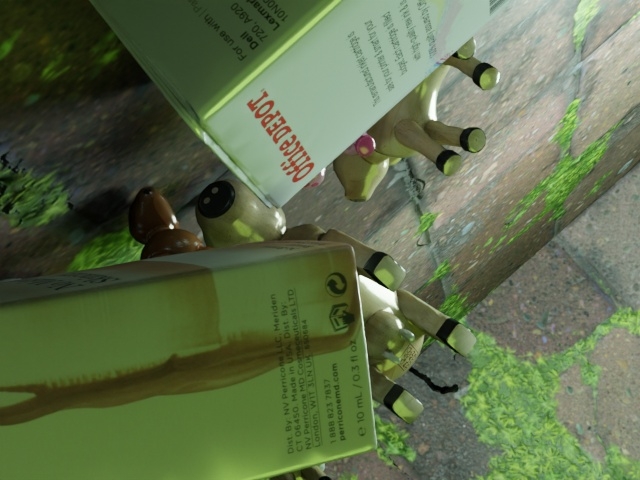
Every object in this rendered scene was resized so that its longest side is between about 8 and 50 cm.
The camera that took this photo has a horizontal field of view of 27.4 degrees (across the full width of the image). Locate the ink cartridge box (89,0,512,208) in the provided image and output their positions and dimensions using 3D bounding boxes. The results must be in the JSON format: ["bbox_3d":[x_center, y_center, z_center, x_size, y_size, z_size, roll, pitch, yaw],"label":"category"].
[{"bbox_3d":[0.024,-0.165,0.720,0.278,0.117,0.201,-42,166,0],"label":"ink cartridge box"}]

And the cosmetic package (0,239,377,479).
[{"bbox_3d":[-0.134,0.082,0.749,0.296,0.129,0.153,-10,-174,-31],"label":"cosmetic package"}]

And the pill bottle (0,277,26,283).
[{"bbox_3d":[-0.251,0.152,0.915,0.245,0.130,0.130,-46,165,18],"label":"pill bottle"}]

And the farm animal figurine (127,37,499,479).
[{"bbox_3d":[0.000,0.000,1.017,0.330,0.172,0.326,-37,124,-16],"label":"farm animal figurine"}]
